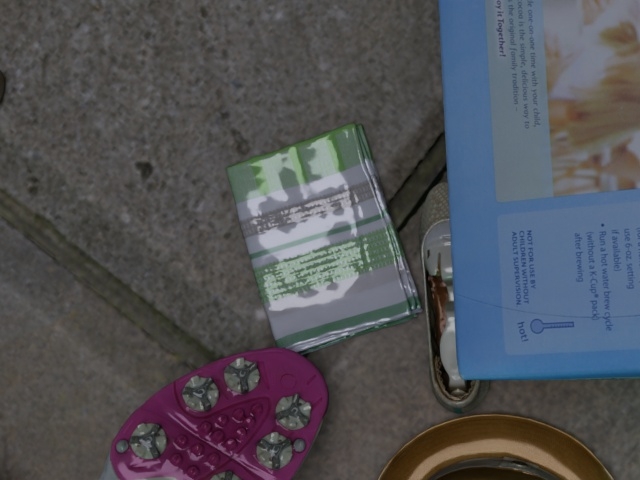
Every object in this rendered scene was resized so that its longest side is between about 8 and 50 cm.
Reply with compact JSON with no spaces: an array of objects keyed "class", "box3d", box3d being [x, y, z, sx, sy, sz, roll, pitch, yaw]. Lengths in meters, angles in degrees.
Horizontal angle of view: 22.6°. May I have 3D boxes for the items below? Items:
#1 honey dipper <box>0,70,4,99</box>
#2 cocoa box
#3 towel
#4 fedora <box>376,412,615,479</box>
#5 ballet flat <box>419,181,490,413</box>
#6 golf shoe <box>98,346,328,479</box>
[{"class":"honey dipper","box3d":[-0.325,-0.127,1.246,0.161,0.030,0.030,7,87,14]},{"class":"cocoa box","box3d":[0.222,-0.088,1.007,0.231,0.228,0.347,-5,85,31]},{"class":"towel","box3d":[0.000,0.000,1.177,0.113,0.023,0.152,-18,83,8]},{"class":"fedora","box3d":[0.122,0.212,1.111,0.194,0.079,0.194,-1,86,10]},{"class":"ballet flat","box3d":[0.099,0.039,1.141,0.057,0.052,0.168,-6,85,10]},{"class":"golf shoe","box3d":[-0.117,0.199,1.146,0.115,0.140,0.306,44,74,12]}]
